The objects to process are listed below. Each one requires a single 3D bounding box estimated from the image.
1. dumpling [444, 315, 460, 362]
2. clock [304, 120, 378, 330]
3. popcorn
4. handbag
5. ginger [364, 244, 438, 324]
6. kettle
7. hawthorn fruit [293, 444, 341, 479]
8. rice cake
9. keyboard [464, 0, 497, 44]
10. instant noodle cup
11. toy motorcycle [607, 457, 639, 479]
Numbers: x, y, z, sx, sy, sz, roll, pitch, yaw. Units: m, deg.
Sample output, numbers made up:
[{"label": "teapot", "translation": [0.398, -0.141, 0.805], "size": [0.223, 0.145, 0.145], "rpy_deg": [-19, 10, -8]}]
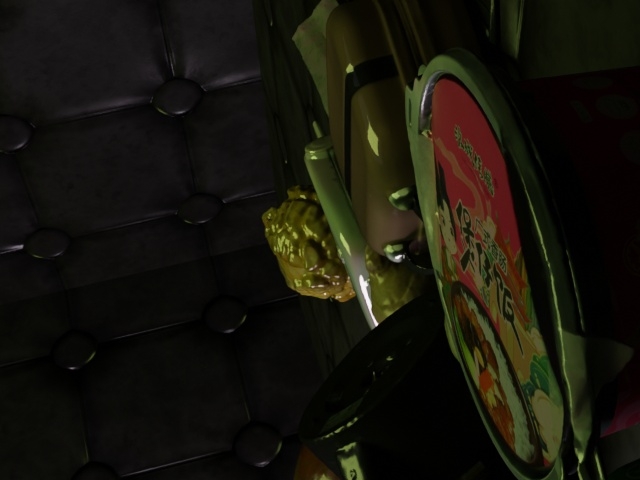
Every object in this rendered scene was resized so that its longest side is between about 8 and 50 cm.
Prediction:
[{"label": "dumpling", "translation": [0.175, 0.043, 0.996], "size": [0.162, 0.132, 0.250], "rpy_deg": [96, 179, -85]}, {"label": "clock", "translation": [0.063, -0.035, 1.683], "size": [0.265, 0.108, 0.324], "rpy_deg": [66, -177, -52]}, {"label": "popcorn", "translation": [0.000, 0.000, 2.127], "size": [0.250, 0.190, 0.250], "rpy_deg": [62, 170, 18]}, {"label": "handbag", "translation": [0.103, -0.093, 1.211], "size": [0.302, 0.149, 0.283], "rpy_deg": [92, 160, -67]}, {"label": "ginger", "translation": [0.138, 0.094, 1.350], "size": [0.190, 0.126, 0.354], "rpy_deg": [29, -149, -52]}, {"label": "kettle", "translation": [0.133, 0.237, 1.122], "size": [0.290, 0.207, 0.268], "rpy_deg": [48, -138, -9]}, {"label": "hawthorn fruit", "translation": [0.086, 0.391, 1.880], "size": [0.268, 0.267, 0.301], "rpy_deg": [-114, 17, -58]}, {"label": "rice cake", "translation": [0.033, -0.262, 1.691], "size": [0.050, 0.106, 0.298], "rpy_deg": [27, -155, -33]}, {"label": "keyboard", "translation": [0.142, -0.265, 1.158], "size": [0.198, 0.010, 0.064], "rpy_deg": [-112, 13, -53]}, {"label": "instant noodle cup", "translation": [0.176, -0.001, 0.660], "size": [0.258, 0.181, 0.303], "rpy_deg": [88, 167, -61]}, {"label": "toy motorcycle", "translation": [0.255, 0.251, 0.774], "size": [0.275, 0.124, 0.187], "rpy_deg": [85, 161, -49]}]
